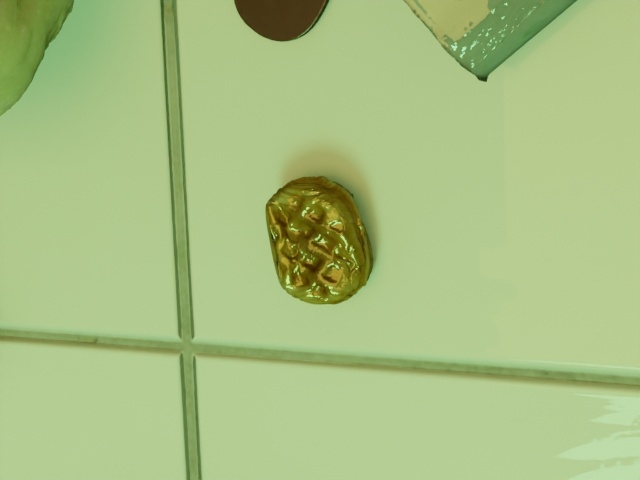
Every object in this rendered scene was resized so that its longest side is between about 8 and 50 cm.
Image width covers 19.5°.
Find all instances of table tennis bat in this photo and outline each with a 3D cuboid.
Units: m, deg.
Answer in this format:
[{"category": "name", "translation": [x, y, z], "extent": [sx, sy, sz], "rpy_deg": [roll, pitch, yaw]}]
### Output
[{"category": "table tennis bat", "translation": [-0.020, -0.238, 1.526], "extent": [0.087, 0.013, 0.156], "rpy_deg": [31, 114, 18]}]

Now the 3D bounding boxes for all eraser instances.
[{"category": "eraser", "translation": [0.154, -0.257, 1.405], "extent": [0.227, 0.081, 0.174], "rpy_deg": [-40, 87, 25]}]

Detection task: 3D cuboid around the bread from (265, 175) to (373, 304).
[{"category": "bread", "translation": [0.000, 0.000, 1.551], "extent": [0.083, 0.044, 0.110], "rpy_deg": [-10, 98, 22]}]

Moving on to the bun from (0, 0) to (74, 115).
[{"category": "bun", "translation": [-0.346, -0.233, 1.567], "extent": [0.361, 0.213, 0.361], "rpy_deg": [-3, 85, 30]}]
